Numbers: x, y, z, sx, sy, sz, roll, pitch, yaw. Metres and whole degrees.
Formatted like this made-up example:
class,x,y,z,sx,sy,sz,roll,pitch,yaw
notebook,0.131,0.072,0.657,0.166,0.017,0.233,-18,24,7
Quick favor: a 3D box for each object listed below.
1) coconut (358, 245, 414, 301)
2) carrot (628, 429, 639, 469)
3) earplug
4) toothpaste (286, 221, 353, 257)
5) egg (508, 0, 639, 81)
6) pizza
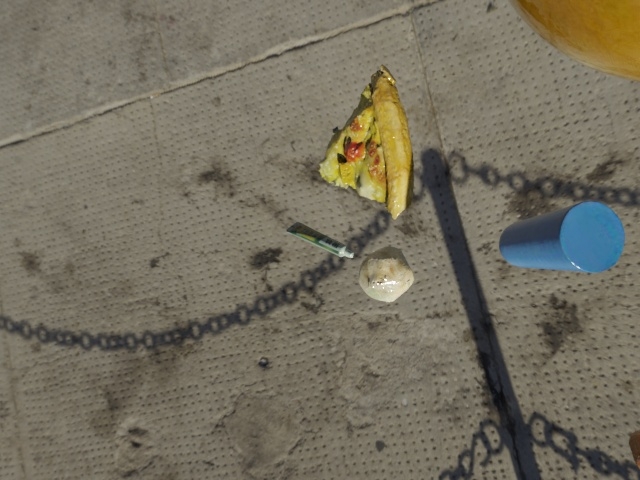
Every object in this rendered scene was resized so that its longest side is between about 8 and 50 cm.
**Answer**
class,x,y,z,sx,sy,sz,roll,pitch,yaw
coconut,0.218,0.116,1.610,0.195,0.194,0.194,-1,86,15
carrot,0.946,0.534,1.235,0.159,0.159,0.225,39,134,14
earplug,0.474,0.003,0.998,0.133,0.273,0.132,1,86,-9
toothpaste,0.000,0.000,1.184,0.204,0.031,0.049,25,51,34
egg,0.291,-0.286,0.387,0.283,0.282,0.351,-33,48,11
pizza,0.072,-0.161,0.959,0.288,0.075,0.279,-19,82,56
